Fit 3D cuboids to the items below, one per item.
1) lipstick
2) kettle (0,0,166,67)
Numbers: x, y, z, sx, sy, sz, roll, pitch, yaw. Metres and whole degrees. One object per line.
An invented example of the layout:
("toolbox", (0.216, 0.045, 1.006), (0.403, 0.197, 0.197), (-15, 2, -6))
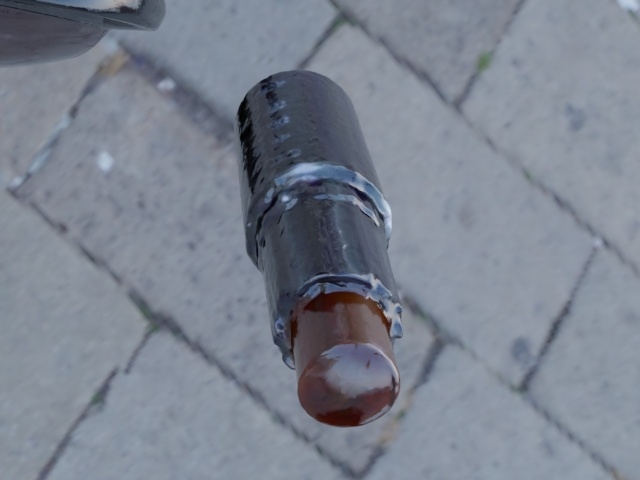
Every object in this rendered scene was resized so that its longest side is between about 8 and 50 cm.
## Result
("lipstick", (0.000, 0.000, 1.029), (0.081, 0.081, 0.299), (26, 23, -20))
("kettle", (-0.251, -0.214, 1.632), (0.232, 0.202, 0.144), (-3, 95, -62))
